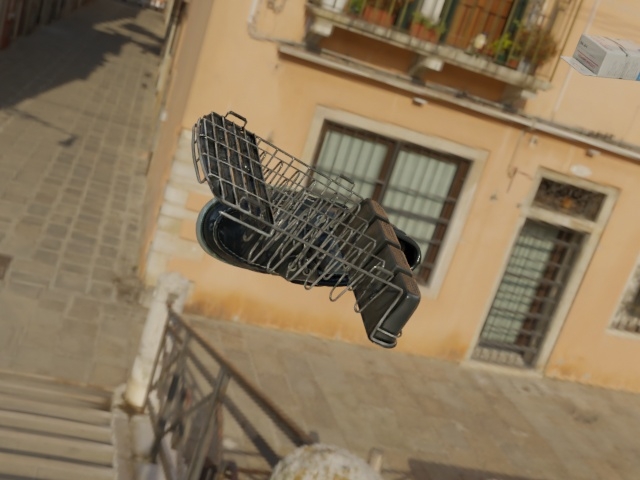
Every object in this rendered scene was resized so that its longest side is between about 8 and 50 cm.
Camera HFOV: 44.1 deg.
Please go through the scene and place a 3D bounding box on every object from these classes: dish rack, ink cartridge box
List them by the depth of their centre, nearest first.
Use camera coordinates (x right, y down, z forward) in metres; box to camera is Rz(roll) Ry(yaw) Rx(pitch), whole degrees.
[{"bbox_3d":[-0.022,-0.021,0.817,0.271,0.074,0.208,28,24,-27],"label":"dish rack"},{"bbox_3d":[0.640,-0.407,1.758,0.180,0.060,0.104,0,36,-22],"label":"ink cartridge box"}]

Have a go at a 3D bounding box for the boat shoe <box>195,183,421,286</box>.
[{"bbox_3d":[-0.001,0.004,1.091,0.340,0.127,0.113,15,3,-34],"label":"boat shoe"}]
